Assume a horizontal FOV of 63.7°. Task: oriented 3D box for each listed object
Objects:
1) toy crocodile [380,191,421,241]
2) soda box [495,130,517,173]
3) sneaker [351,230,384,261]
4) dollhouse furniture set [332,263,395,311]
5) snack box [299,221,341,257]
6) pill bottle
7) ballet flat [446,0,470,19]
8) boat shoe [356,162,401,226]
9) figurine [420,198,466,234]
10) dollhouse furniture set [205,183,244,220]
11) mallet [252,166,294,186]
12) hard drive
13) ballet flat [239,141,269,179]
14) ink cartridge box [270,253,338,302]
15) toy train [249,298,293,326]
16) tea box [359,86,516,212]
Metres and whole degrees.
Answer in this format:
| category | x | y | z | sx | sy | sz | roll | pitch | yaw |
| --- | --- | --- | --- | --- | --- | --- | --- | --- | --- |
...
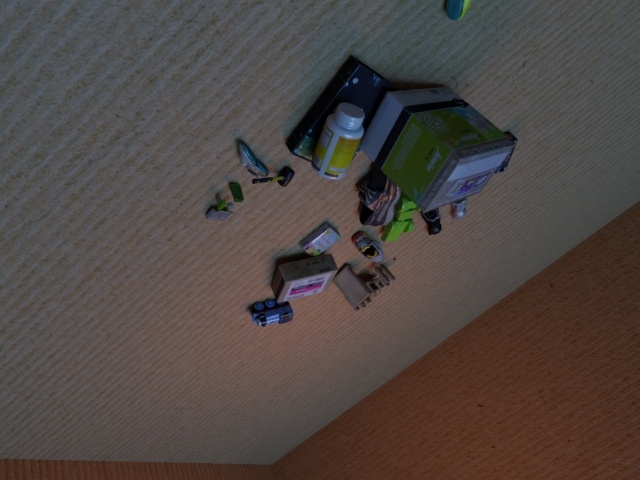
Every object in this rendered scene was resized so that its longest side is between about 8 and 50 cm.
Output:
| category | x | y | z | sx | sy | sz | roll | pitch | yaw |
| --- | --- | --- | --- | --- | --- | --- | --- | --- | --- |
| toy crocodile | 0.328 | -0.117 | 2.079 | 0.115 | 0.105 | 0.341 | -7 | 142 | -23 |
| soda box | 0.742 | -0.357 | 2.100 | 0.053 | 0.060 | 0.169 | -17 | 143 | -16 |
| sneaker | 0.209 | 0.049 | 2.188 | 0.088 | 0.093 | 0.225 | -40 | 144 | 13 |
| dollhouse furniture set | 0.183 | 0.195 | 2.348 | 0.212 | 0.161 | 0.242 | -46 | 163 | 21 |
| snack box | 0.000 | 0.000 | 2.031 | 0.141 | 0.037 | 0.100 | -37 | 145 | 11 |
| pill bottle | 0.055 | -0.297 | 1.540 | 0.117 | 0.117 | 0.215 | -5 | 138 | -30 |
| ballet flat | 0.397 | -0.726 | 1.421 | 0.077 | 0.077 | 0.231 | -40 | 152 | -23 |
| boat shoe | 0.208 | -0.168 | 1.896 | 0.130 | 0.132 | 0.356 | -19 | 142 | -15 |
| figurine | 0.547 | -0.118 | 2.242 | 0.214 | 0.092 | 0.209 | -32 | 152 | 2 |
| dollhouse furniture set | -0.314 | -0.122 | 1.681 | 0.076 | 0.059 | 0.151 | 1 | 154 | -45 |
| mallet | -0.147 | -0.202 | 1.635 | 0.062 | 0.039 | 0.189 | -50 | 163 | 22 |
| hard drive | 0.077 | -0.378 | 1.611 | 0.236 | 0.064 | 0.339 | 15 | 124 | -44 |
| ballet flat | -0.216 | -0.237 | 1.586 | 0.052 | 0.057 | 0.168 | -26 | 145 | 12 |
| ink cartridge box | -0.067 | 0.154 | 2.099 | 0.234 | 0.088 | 0.193 | -13 | 152 | -23 |
| toy train | -0.207 | 0.310 | 2.201 | 0.184 | 0.105 | 0.080 | -12 | 140 | -24 |
| tea box | 0.365 | -0.297 | 1.620 | 0.328 | 0.324 | 0.220 | -20 | 150 | -41 |
